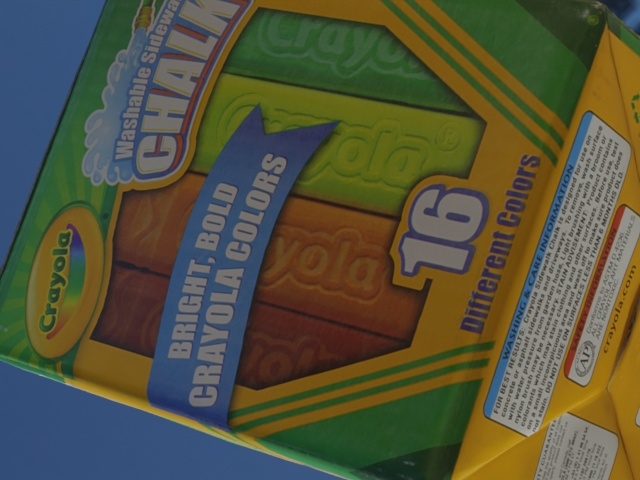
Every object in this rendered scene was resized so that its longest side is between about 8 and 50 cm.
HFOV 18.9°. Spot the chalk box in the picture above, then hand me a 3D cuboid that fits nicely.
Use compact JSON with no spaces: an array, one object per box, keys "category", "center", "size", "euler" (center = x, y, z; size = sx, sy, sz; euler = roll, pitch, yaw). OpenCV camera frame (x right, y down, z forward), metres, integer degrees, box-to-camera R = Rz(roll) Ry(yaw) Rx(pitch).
[{"category":"chalk box","center":[0.000,0.000,0.768],"size":[0.289,0.180,0.179],"euler":[12,170,37]}]
